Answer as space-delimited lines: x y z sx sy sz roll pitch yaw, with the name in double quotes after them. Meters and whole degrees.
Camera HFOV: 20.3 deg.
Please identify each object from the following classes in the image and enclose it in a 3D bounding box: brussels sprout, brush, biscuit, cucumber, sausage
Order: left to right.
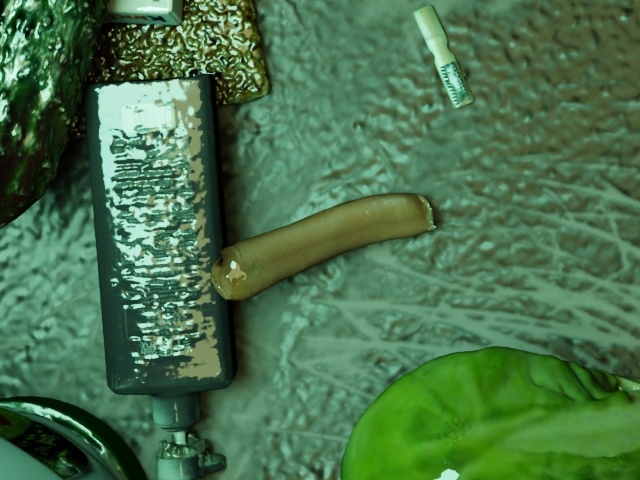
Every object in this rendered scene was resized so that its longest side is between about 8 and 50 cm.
-0.201 -0.177 1.301 0.096 0.096 0.359 15 87 8 "cucumber"
-0.161 -0.150 1.401 0.230 0.025 0.131 -13 87 7 "biscuit"
0.000 0.001 1.344 0.176 0.047 0.040 -20 117 -20 "sausage"
0.094 -0.142 1.373 0.016 0.013 0.084 -24 85 9 "brush"
0.156 0.186 1.268 0.271 0.210 0.219 -16 65 -4 "brussels sprout"

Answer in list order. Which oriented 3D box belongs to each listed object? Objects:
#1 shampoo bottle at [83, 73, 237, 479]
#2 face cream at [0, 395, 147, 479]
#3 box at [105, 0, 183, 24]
-0.118 0.031 1.363 0.098 0.071 0.310 -4 95 2 "shampoo bottle"
-0.254 0.226 1.241 0.312 0.357 0.219 25 92 7 "face cream"
-0.231 -0.303 1.388 0.273 0.048 0.265 2 85 8 "box"
